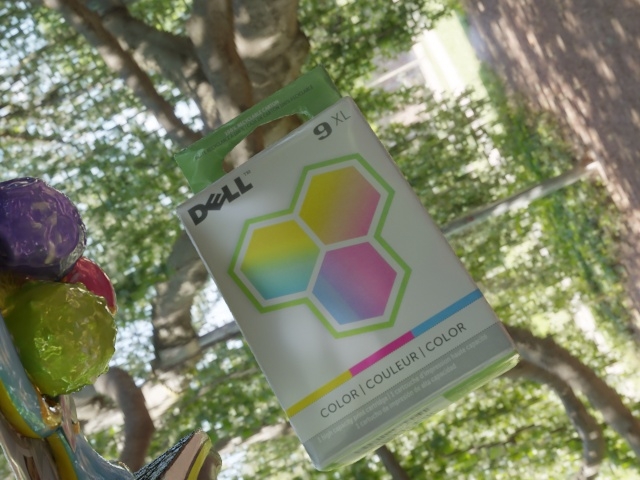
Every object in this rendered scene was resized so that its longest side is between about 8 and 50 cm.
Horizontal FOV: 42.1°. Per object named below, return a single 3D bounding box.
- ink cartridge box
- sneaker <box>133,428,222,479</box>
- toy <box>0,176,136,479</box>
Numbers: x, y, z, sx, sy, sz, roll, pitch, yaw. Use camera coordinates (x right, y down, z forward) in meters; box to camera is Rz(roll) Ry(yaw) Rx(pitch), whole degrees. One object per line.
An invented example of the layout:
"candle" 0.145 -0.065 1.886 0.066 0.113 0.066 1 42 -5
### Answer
"ink cartridge box" 0.000 0.000 0.434 0.209 0.109 0.062 59 -175 19
"sneaker" -0.113 0.247 0.645 0.121 0.111 0.300 54 -175 -7
"toy" -0.113 0.041 0.356 0.137 0.056 0.237 -131 29 -61
